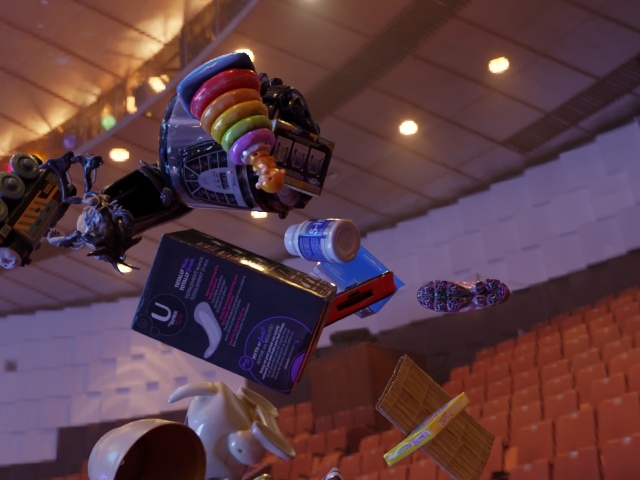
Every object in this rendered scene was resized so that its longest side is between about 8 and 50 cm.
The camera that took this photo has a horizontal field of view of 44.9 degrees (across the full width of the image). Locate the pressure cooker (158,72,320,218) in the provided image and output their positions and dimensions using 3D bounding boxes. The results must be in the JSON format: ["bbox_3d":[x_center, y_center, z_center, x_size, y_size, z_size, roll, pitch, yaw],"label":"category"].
[{"bbox_3d":[-0.195,-0.263,2.174,0.420,0.375,0.370,5,-7,19],"label":"pressure cooker"}]

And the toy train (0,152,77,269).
[{"bbox_3d":[-0.746,-0.077,1.924,0.190,0.334,0.142,40,-53,-22],"label":"toy train"}]

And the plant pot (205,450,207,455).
[{"bbox_3d":[-0.247,0.392,1.335,0.083,0.079,0.083,20,8,-3],"label":"plant pot"}]

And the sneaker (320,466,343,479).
[{"bbox_3d":[0.009,0.657,1.947,0.069,0.084,0.185,27,-69,-8],"label":"sneaker"}]

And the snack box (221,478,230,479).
[{"bbox_3d":[-0.315,0.711,1.946,0.322,0.060,0.187,-10,18,-39],"label":"snack box"}]

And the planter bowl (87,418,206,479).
[{"bbox_3d":[-0.257,0.322,1.088,0.109,0.162,0.162,8,-11,40],"label":"planter bowl"}]

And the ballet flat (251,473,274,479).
[{"bbox_3d":[-0.094,0.669,1.741,0.116,0.342,0.124,-7,21,31],"label":"ballet flat"}]

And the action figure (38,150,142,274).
[{"bbox_3d":[-0.478,-0.046,1.627,0.141,0.275,0.164,-23,0,37],"label":"action figure"}]

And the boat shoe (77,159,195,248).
[{"bbox_3d":[-0.489,-0.142,2.293,0.500,0.187,0.156,-35,-9,-38],"label":"boat shoe"}]

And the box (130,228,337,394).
[{"bbox_3d":[-0.130,0.105,1.222,0.270,0.165,0.143,22,7,6],"label":"box"}]

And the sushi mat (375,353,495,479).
[{"bbox_3d":[0.266,0.416,1.758,0.316,0.151,0.019,44,-34,-13],"label":"sushi mat"}]

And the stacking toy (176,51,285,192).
[{"bbox_3d":[-0.155,-0.224,1.623,0.175,0.302,0.166,-29,-18,-4],"label":"stacking toy"}]

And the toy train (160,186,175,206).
[{"bbox_3d":[-0.427,-0.123,2.152,0.036,0.027,0.158,40,-14,-5],"label":"toy train"}]

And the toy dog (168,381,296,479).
[{"bbox_3d":[-0.330,0.629,2.207,0.408,0.284,0.395,-49,-53,4],"label":"toy dog"}]

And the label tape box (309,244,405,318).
[{"bbox_3d":[0.105,0.122,2.459,0.240,0.106,0.333,41,-14,0],"label":"label tape box"}]

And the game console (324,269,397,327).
[{"bbox_3d":[-0.034,0.175,1.820,0.386,0.060,0.342,-22,0,-25],"label":"game console"}]

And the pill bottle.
[{"bbox_3d":[0.000,0.000,1.985,0.187,0.112,0.112,1,-13,44],"label":"pill bottle"}]

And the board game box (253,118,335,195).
[{"bbox_3d":[-0.062,-0.198,1.875,0.170,0.141,0.048,19,-3,-27],"label":"board game box"}]

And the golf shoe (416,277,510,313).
[{"bbox_3d":[0.291,0.116,1.578,0.186,0.067,0.086,-3,-11,20],"label":"golf shoe"}]

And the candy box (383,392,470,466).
[{"bbox_3d":[0.193,0.333,1.377,0.105,0.027,0.206,-39,-12,25],"label":"candy box"}]
